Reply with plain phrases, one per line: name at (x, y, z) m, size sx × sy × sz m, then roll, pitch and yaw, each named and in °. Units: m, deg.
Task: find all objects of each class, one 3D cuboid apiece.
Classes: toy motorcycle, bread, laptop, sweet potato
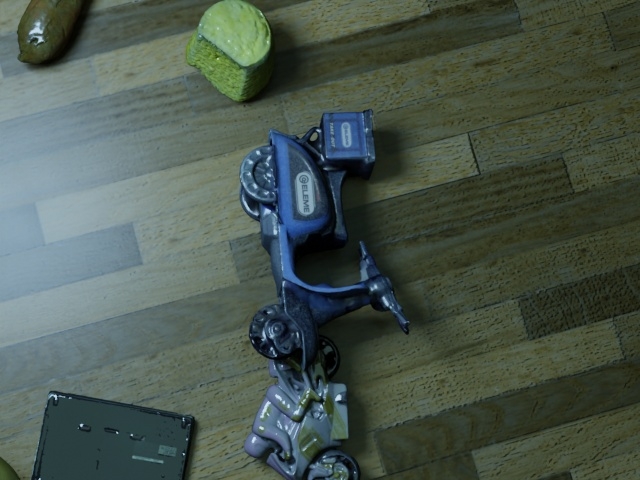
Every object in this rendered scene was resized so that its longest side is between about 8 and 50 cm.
toy motorcycle at (0.000, 0.000, 1.779) m, size 0.212 × 0.125 × 0.359 m, roll -3°, pitch 73°, yaw -5°
bread at (-0.120, -0.274, 1.836) m, size 0.129 × 0.114 × 0.111 m, roll 33°, pitch 74°, yaw -1°
toy motorcycle at (-0.033, 0.247, 1.780) m, size 0.152 × 0.073 × 0.225 m, roll -10°, pitch 82°, yaw -1°
laptop at (-0.286, 0.298, 1.781) m, size 0.207 × 0.026 × 0.154 m, roll 11°, pitch 80°, yaw -2°
sweet potato at (-0.362, -0.374, 1.860) m, size 0.075 × 0.075 × 0.273 m, roll 18°, pitch 79°, yaw 0°

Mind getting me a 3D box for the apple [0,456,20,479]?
apple at (-0.489, 0.386, 1.657) m, size 0.262 × 0.262 × 0.262 m, roll 0°, pitch 81°, yaw -3°
